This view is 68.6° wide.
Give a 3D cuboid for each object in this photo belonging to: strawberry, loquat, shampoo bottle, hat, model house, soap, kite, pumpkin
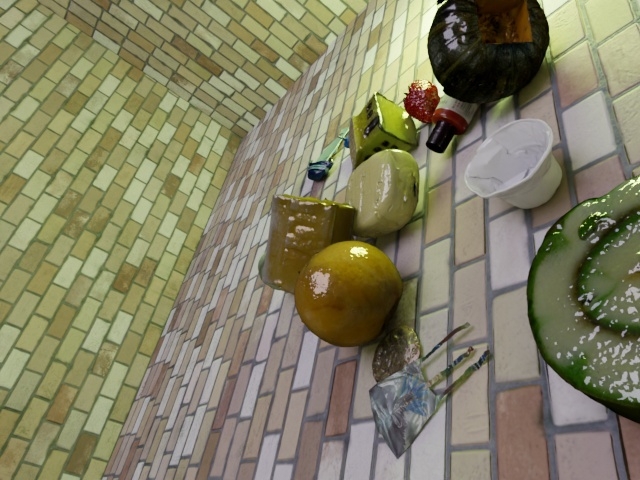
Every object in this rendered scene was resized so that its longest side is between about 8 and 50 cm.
[{"bbox_3d":[0.337,-0.449,1.518,0.131,0.131,0.148,-55,46,9],"label":"strawberry"},{"bbox_3d":[0.059,0.134,1.177,0.275,0.275,0.275,-43,29,31],"label":"loquat"},{"bbox_3d":[0.391,-0.379,1.345,0.278,0.104,0.104,-61,25,-4],"label":"shampoo bottle"},{"bbox_3d":[0.423,-0.143,0.988,0.203,0.126,0.203,-43,28,30],"label":"hat"},{"bbox_3d":[0.192,-0.345,1.605,0.234,0.175,0.193,-46,39,46],"label":"model house"},{"bbox_3d":[-0.046,0.011,1.378,0.259,0.143,0.281,13,101,35],"label":"soap"},{"bbox_3d":[0.213,0.294,0.986,0.310,0.015,0.169,-51,33,15],"label":"kite"},{"bbox_3d":[0.429,-0.510,1.205,0.320,0.320,0.192,-64,4,-11],"label":"pumpkin"}]

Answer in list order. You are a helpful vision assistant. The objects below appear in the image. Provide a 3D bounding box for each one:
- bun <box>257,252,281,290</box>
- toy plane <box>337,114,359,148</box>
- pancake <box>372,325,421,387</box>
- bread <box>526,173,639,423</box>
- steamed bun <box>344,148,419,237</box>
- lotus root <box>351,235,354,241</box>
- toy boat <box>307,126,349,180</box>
[{"bbox_3d":[-0.125,0.086,1.679,0.195,0.195,0.118,-41,28,33],"label":"bun"},{"bbox_3d":[0.168,-0.417,1.822,0.271,0.105,0.254,-16,62,51],"label":"toy plane"},{"bbox_3d":[0.177,0.271,1.095,0.151,0.025,0.151,-43,27,29],"label":"pancake"},{"bbox_3d":[0.475,0.068,0.644,0.366,0.129,0.382,-54,25,9],"label":"bread"},{"bbox_3d":[0.185,-0.120,1.371,0.273,0.166,0.232,-34,50,53],"label":"steamed bun"},{"bbox_3d":[0.026,0.038,1.491,0.140,0.154,0.256,2,72,54],"label":"lotus root"},{"bbox_3d":[0.037,-0.399,2.088,0.291,0.067,0.220,-60,24,-11],"label":"toy boat"}]
